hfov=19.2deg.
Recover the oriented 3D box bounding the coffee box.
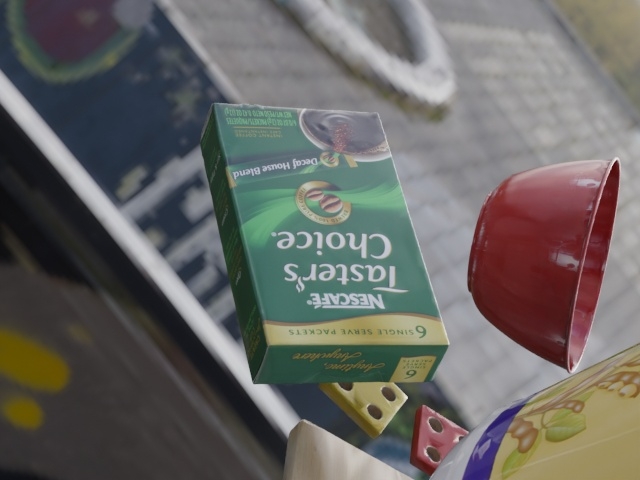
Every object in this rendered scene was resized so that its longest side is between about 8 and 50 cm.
[{"bbox_3d":[0.000,0.000,1.103,0.113,0.040,0.184,2,50,-19],"label":"coffee box"}]

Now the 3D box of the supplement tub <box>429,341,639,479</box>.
[{"bbox_3d":[0.215,0.107,0.583,0.241,0.331,0.241,34,40,-35],"label":"supplement tub"}]

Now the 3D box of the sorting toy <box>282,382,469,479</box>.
[{"bbox_3d":[0.025,0.181,1.061,0.132,0.046,0.274,31,37,-19],"label":"sorting toy"}]

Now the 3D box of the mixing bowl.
[{"bbox_3d":[0.178,0.010,1.547,0.098,0.181,0.181,13,9,14],"label":"mixing bowl"}]
